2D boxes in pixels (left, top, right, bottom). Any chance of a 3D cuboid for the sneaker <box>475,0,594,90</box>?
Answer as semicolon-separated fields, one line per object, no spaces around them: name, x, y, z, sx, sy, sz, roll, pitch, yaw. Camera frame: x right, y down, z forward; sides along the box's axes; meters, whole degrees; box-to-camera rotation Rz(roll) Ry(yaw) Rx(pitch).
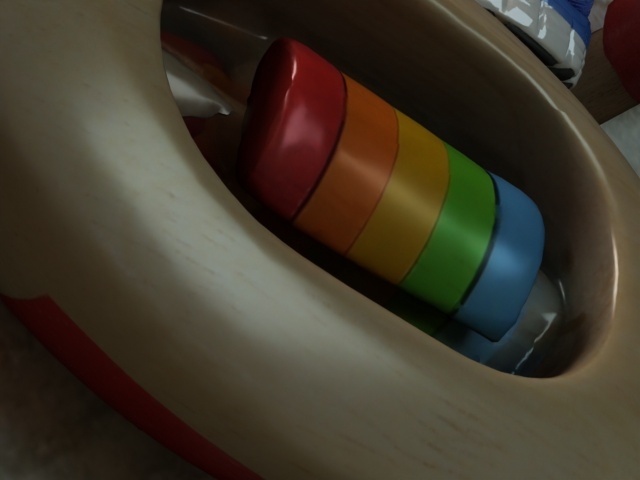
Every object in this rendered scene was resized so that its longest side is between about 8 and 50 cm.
sneaker;0.009;-0.204;0.981;0.330;0.130;0.147;31;63;-17

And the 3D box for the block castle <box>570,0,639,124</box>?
block castle;0.343;-0.074;1.254;0.453;0.213;0.303;-30;91;-52

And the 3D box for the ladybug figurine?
ladybug figurine;0.000;0.000;0.844;0.449;0.162;0.305;35;43;-21
